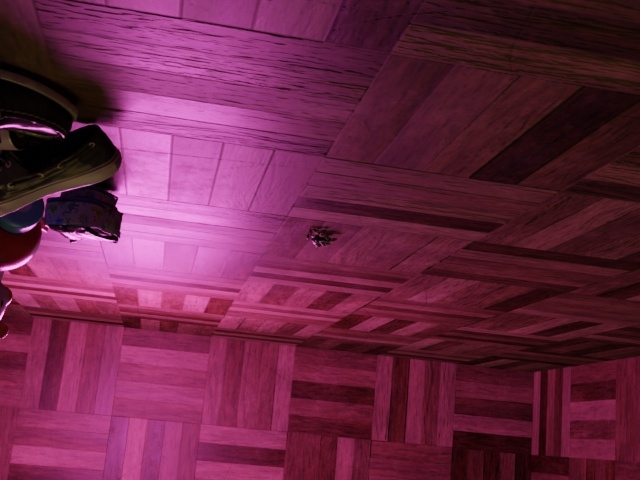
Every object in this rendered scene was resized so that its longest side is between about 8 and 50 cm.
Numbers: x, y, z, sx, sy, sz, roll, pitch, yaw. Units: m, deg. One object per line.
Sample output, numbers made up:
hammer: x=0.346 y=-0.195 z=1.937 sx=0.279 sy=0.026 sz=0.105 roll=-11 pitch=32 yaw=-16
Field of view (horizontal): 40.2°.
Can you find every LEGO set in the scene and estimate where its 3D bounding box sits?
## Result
LEGO set: x=-0.003 y=0.000 z=1.575 sx=0.054 sy=0.023 sz=0.083 roll=-1 pitch=166 yaw=25

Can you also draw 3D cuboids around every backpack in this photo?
backpack: x=-0.383 y=-0.044 z=1.402 sx=0.105 sy=0.084 sz=0.114 roll=0 pitch=171 yaw=15

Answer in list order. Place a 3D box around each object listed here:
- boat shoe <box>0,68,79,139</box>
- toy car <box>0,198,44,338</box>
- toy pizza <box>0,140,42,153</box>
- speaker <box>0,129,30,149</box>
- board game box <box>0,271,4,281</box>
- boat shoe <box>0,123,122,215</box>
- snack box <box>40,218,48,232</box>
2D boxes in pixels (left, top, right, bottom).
boat shoe: x=-0.408 y=-0.150 z=0.943 sx=0.303 sy=0.091 sz=0.114 roll=16 pitch=163 yaw=-38
toy car: x=-0.524 y=0.061 z=1.347 sx=0.210 sy=0.238 sz=0.219 roll=-7 pitch=168 yaw=-33
toy pizza: x=-0.454 y=-0.122 z=1.214 sx=0.201 sy=0.032 sz=0.201 roll=6 pitch=166 yaw=1
speaker: x=-0.432 y=-0.140 z=1.079 sx=0.136 sy=0.055 sz=0.055 roll=3 pitch=167 yaw=10
board game box: x=-0.757 y=0.025 z=1.606 sx=0.305 sy=0.053 sz=0.193 roll=13 pitch=173 yaw=32
boat shoe: x=-0.372 y=-0.094 z=1.118 sx=0.229 sy=0.080 sz=0.076 roll=-14 pitch=133 yaw=6
snack box: x=-0.555 y=-0.046 z=1.597 sx=0.064 sy=0.022 sz=0.178 roll=4 pitch=167 yaw=2
